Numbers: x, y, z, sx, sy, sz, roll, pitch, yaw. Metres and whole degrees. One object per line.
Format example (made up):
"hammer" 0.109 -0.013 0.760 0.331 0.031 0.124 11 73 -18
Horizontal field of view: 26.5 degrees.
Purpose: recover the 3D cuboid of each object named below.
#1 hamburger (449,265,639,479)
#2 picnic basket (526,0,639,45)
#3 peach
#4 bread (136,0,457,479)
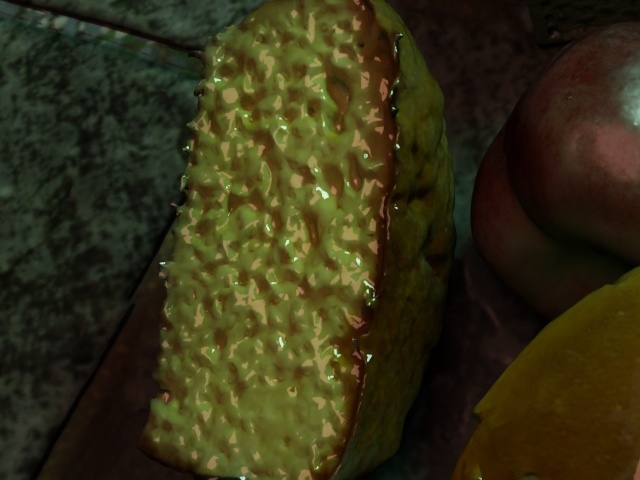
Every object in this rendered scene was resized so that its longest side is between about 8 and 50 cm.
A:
"hamburger" 0.205 0.137 0.535 0.314 0.170 0.289 -17 65 8
"picnic basket" 0.196 -0.213 0.735 0.196 0.154 0.134 -5 62 15
"peach" 0.145 -0.038 0.670 0.152 0.152 0.152 -8 60 14
"bread" 0.004 0.007 0.691 0.129 0.134 0.260 5 80 32
